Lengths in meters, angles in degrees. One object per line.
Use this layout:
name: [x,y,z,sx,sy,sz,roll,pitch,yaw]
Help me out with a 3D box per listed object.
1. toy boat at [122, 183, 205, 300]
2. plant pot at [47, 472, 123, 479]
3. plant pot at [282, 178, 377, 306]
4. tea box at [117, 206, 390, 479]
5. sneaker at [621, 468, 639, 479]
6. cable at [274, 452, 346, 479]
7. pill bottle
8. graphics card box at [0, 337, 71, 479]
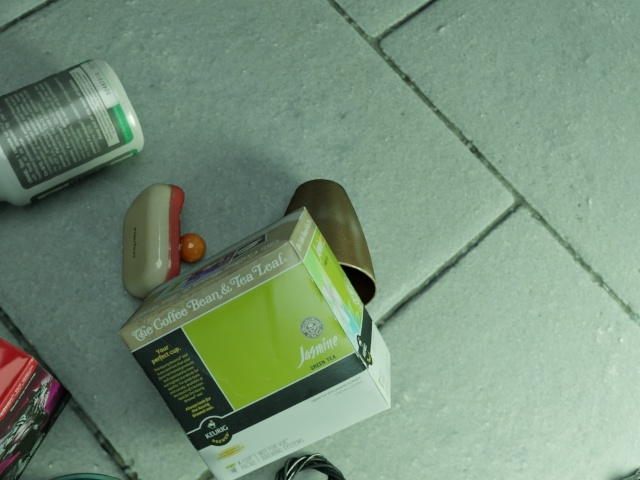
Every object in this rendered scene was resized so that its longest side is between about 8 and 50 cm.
toy boat: [-0.294,0.005,1.511,0.151,0.151,0.231,12,67,-38]
plant pot: [-0.395,0.531,1.193,0.340,0.334,0.341,3,71,-10]
plant pot: [0.000,0.000,1.527,0.215,0.215,0.231,5,57,-8]
tea box: [-0.097,0.173,1.311,0.328,0.220,0.324,-27,103,13]
sneaker: [0.644,0.479,1.532,0.098,0.069,0.038,-24,77,-17]
cable: [-0.017,0.467,1.398,0.150,0.047,0.185,10,44,19]
pill bottle: [-0.543,-0.192,1.483,0.361,0.204,0.204,-29,78,-18]
graphics card box: [-0.523,0.299,1.229,0.094,0.371,0.233,28,68,1]
